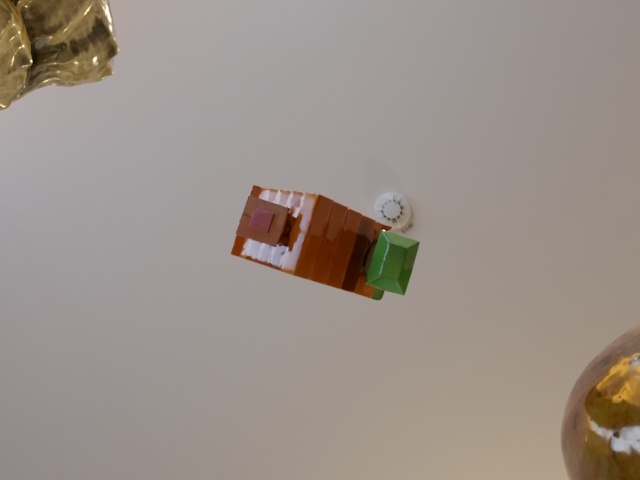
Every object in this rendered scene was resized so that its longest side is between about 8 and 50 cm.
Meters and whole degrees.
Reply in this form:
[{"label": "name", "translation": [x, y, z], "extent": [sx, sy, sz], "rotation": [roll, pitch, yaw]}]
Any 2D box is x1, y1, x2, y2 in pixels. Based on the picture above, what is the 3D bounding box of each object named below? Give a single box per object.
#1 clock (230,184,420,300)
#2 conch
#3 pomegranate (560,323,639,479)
[{"label": "clock", "translation": [0.000, 0.000, 0.602], "extent": [0.219, 0.255, 0.106], "rotation": [17, -94, 3]}, {"label": "conch", "translation": [-0.272, -0.208, 0.351], "extent": [0.210, 0.159, 0.291], "rotation": [-15, -120, -25]}, {"label": "pomegranate", "translation": [0.390, 0.190, 0.408], "extent": [0.322, 0.322, 0.322], "rotation": [0, -90, 11]}]
